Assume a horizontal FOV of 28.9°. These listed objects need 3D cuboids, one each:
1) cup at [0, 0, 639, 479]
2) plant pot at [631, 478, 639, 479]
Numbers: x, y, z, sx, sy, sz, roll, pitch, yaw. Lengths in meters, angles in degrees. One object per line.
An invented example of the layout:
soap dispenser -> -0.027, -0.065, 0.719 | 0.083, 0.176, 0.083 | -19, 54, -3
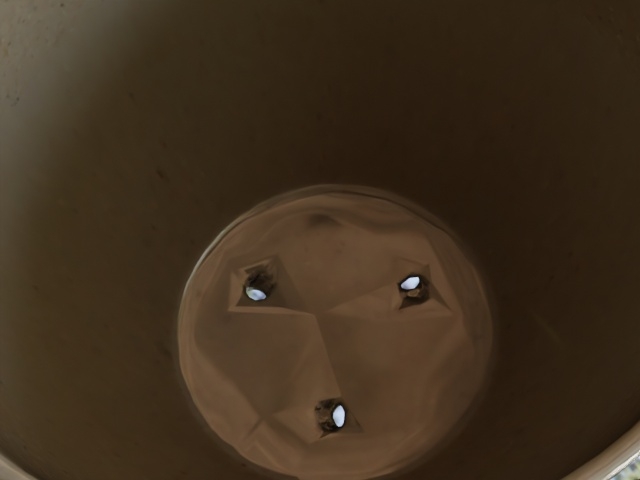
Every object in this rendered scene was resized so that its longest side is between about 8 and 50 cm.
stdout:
cup -> 0.000, 0.000, 0.535 | 0.331, 0.237, 0.331 | -1, -116, 2
plant pot -> 0.270, 0.214, 0.560 | 0.252, 0.248, 0.247 | -17, 175, -1
